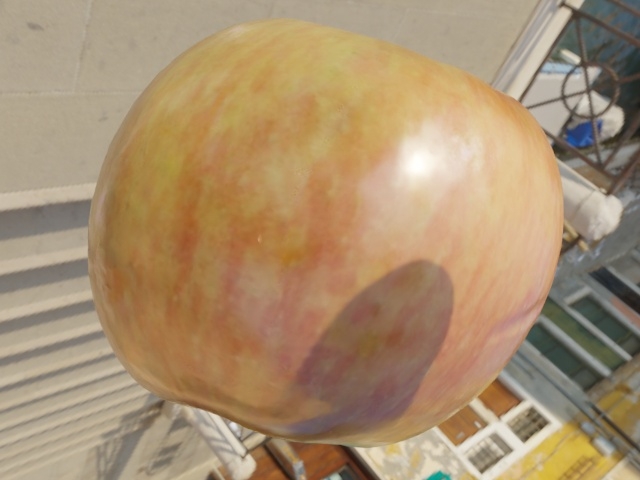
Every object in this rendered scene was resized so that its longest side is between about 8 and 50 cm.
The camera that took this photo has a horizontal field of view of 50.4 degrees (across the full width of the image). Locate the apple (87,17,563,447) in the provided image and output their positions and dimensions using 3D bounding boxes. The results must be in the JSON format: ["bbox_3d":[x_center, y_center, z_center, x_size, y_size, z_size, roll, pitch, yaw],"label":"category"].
[{"bbox_3d":[0.000,0.000,0.604,0.391,0.392,0.346,23,86,-59],"label":"apple"}]
